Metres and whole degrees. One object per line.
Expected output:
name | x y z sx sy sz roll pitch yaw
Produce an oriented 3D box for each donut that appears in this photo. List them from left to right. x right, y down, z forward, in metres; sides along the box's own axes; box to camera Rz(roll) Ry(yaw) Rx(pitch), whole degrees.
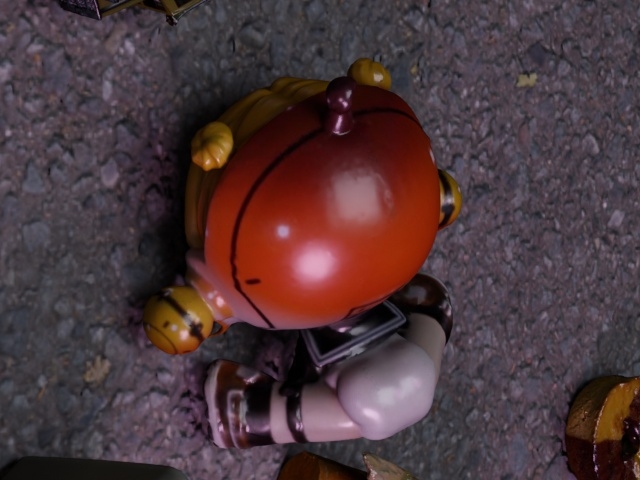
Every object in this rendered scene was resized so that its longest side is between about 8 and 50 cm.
donut | 0.309 0.205 1.944 0.140 0.059 0.140 -4 96 -43

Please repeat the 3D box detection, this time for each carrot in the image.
carrot | 0.057 0.249 1.707 0.225 0.067 0.067 25 75 -39

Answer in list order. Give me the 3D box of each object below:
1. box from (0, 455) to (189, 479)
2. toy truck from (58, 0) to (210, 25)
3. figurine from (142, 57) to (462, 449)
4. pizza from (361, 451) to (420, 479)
box | -0.174 0.246 1.395 0.129 0.210 0.148 -50 124 -38
toy truck | -0.109 -0.249 1.487 0.257 0.127 0.127 -33 129 -36
figurine | 0.003 0.003 1.552 0.320 0.196 0.323 -27 118 -28
pizza | 0.076 0.280 1.671 0.181 0.034 0.262 -31 129 -4
